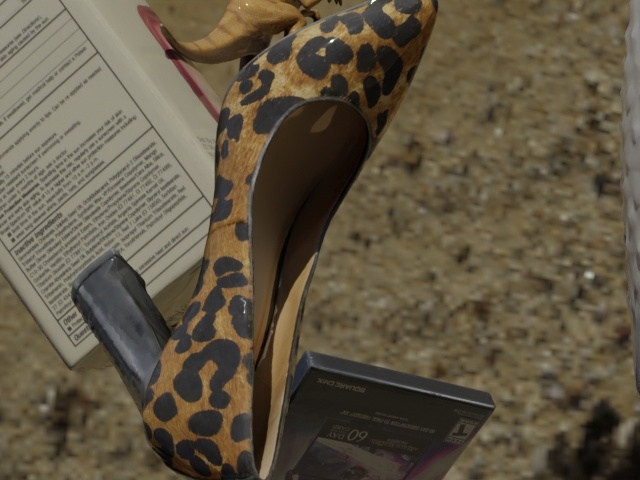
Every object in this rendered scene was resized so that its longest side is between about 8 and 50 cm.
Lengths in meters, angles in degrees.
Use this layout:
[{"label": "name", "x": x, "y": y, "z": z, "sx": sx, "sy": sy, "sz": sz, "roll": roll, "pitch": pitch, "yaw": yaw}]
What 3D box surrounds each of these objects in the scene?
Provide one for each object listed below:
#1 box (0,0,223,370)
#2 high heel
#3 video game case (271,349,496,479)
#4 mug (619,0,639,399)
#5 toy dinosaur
[{"label": "box", "x": -0.141, "y": -0.054, "z": 1.175, "sx": 0.148, "sy": 0.127, "sz": 0.232, "roll": -39, "pitch": 77, "yaw": 14}, {"label": "high heel", "x": 0.000, "y": 0.000, "z": 0.960, "sx": 0.261, "sy": 0.093, "sz": 0.186, "roll": -46, "pitch": 44, "yaw": 6}, {"label": "video game case", "x": 0.009, "y": 0.220, "z": 1.736, "sx": 0.274, "sy": 0.196, "sz": 0.026, "roll": -58, "pitch": 32, "yaw": 30}, {"label": "mug", "x": 0.323, "y": -0.085, "z": 1.122, "sx": 0.276, "sy": 0.374, "sz": 0.328, "roll": -3, "pitch": 96, "yaw": 22}, {"label": "toy dinosaur", "x": -0.046, "y": -0.140, "z": 1.262, "sx": 0.064, "sy": 0.211, "sz": 0.112, "roll": -5, "pitch": 120, "yaw": 38}]
